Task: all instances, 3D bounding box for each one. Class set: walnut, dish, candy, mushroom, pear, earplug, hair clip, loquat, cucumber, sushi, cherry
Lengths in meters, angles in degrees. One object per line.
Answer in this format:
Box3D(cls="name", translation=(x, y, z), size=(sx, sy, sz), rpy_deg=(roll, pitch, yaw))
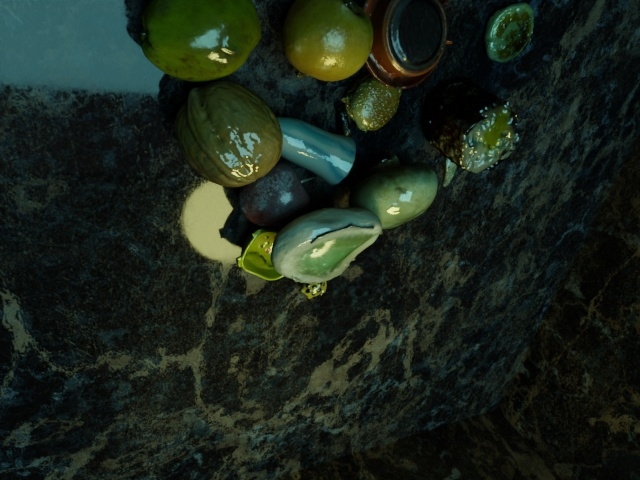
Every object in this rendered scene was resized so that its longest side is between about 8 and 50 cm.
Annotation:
Box3D(cls="walnut", translation=(-0.279, -0.321, 1.620), size=(0.333, 0.333, 0.333), rpy_deg=(-16, 129, -21))
Box3D(cls="dish", translation=(-0.202, 0.026, 2.032), size=(0.262, 0.108, 0.221), rpy_deg=(17, 111, -41))
Box3D(cls="candy", translation=(0.000, 0.000, 1.904), size=(0.386, 0.186, 0.427), rpy_deg=(-40, 157, 27))
Box3D(cls="mushroom", translation=(0.277, -0.188, 2.060), size=(0.352, 0.352, 0.260), rpy_deg=(-22, 87, -17))
Box3D(cls="pear", translation=(-0.321, -0.563, 1.446), size=(0.321, 0.269, 0.269), rpy_deg=(-14, 128, -22))
Box3D(cls="earplug", translation=(-0.056, -0.328, 1.833), size=(0.324, 0.185, 0.185), rpy_deg=(19, 110, -34))
Box3D(cls="hair clip", translation=(0.560, -0.328, 2.298), size=(0.066, 0.036, 0.229), rpy_deg=(-9, 126, -18))
Box3D(cls="loquat", translation=(0.010, -0.603, 1.603), size=(0.275, 0.275, 0.275), rpy_deg=(-16, 129, -21))
Box3D(cls="cucumber", translation=(0.089, -0.401, 1.951), size=(0.053, 0.053, 0.181), rpy_deg=(-29, 129, -11))
Box3D(cls="sushi", translation=(0.572, -0.433, 2.054), size=(0.281, 0.294, 0.299), rpy_deg=(-38, 134, -2))
Box3D(cls="cherry", translation=(-0.146, -0.158, 1.866), size=(0.285, 0.213, 0.236), rpy_deg=(-24, 125, -4))

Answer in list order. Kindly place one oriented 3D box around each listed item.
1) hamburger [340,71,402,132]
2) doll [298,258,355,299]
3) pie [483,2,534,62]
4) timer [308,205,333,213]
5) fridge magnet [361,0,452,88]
Box3D(cls="hamburger", translation=(0.193, -0.495, 1.895), size=(0.215, 0.122, 0.189), rpy_deg=(-40, 130, -5))
Box3D(cls="doll", translation=(0.030, 0.131, 2.267), size=(0.291, 0.086, 0.117), rpy_deg=(-45, 104, 2))
Box3D(cls="pie", translation=(0.726, -0.798, 2.055), size=(0.240, 0.054, 0.240), rpy_deg=(-17, 131, -21))
Box3D(cls="timer", translation=(0.005, -0.070, 2.134), size=(0.140, 0.047, 0.128), rpy_deg=(-22, 129, -17))
Box3D(cls="fridge magnet", translation=(0.281, -0.688, 1.772), size=(0.364, 0.155, 0.363), rpy_deg=(-11, 111, -29))
